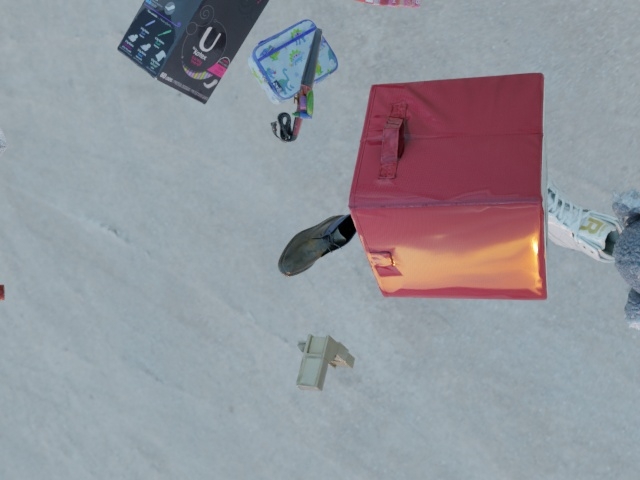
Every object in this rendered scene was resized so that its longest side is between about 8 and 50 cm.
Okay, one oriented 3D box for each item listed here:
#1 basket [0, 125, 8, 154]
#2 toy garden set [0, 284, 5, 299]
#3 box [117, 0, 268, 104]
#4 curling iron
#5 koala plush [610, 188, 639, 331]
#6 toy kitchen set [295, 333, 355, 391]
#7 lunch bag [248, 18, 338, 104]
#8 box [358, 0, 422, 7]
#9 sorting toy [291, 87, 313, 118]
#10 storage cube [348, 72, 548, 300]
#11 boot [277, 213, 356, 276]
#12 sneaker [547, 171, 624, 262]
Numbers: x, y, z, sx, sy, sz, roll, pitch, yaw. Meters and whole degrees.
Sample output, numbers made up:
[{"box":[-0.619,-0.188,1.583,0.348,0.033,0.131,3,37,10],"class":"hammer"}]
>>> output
[{"box":[-0.884,-0.280,1.799,0.103,0.113,0.167,3,129,11],"class":"basket"},{"box":[-0.645,0.007,1.207,0.049,0.203,0.244,164,104,-71],"class":"toy garden set"},{"box":[-0.251,-0.441,1.436,0.143,0.165,0.270,38,101,28],"class":"box"},{"box":[-0.046,-0.345,1.616,0.068,0.035,0.274,15,115,-18],"class":"curling iron"},{"box":[0.404,0.015,0.769,0.221,0.203,0.196,-178,78,-70],"class":"koala plush"},{"box":[-0.007,0.176,0.973,0.068,0.075,0.083,-2,150,31],"class":"toy kitchen set"},{"box":[-0.078,-0.490,1.954,0.176,0.219,0.090,59,161,-7],"class":"lunch bag"},{"box":[0.164,-0.716,1.693,0.154,0.142,0.300,38,128,54],"class":"box"},{"box":[-0.037,-0.279,1.454,0.042,0.102,0.061,0,107,-4],"class":"sorting toy"},{"box":[0.156,-0.055,0.807,0.193,0.184,0.215,0,144,18],"class":"storage cube"},{"box":[0.000,0.000,1.609,0.082,0.219,0.106,54,148,-7],"class":"boot"},{"box":[0.453,-0.057,1.312,0.108,0.292,0.169,-60,33,0],"class":"sneaker"}]
